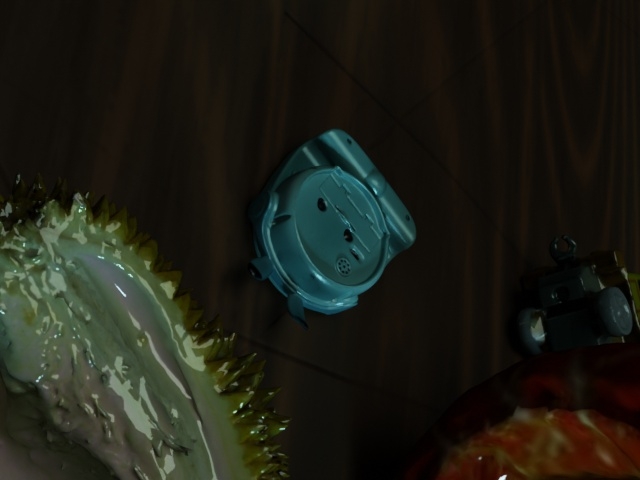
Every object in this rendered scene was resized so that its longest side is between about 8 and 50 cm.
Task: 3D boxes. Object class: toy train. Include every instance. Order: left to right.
[{"bbox_3d":[0.235,0.102,0.911,0.127,0.089,0.219,2,71,-53],"label":"toy train"}]

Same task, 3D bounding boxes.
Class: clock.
[{"bbox_3d":[-0.001,0.000,0.762,0.108,0.045,0.147,51,48,-14],"label":"clock"}]

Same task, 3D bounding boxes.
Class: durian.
[{"bbox_3d":[-0.132,0.074,0.557,0.250,0.183,0.138,50,17,-20],"label":"durian"}]

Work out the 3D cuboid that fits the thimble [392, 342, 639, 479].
[{"bbox_3d":[0.200,0.230,0.649,0.230,0.350,0.350,12,67,-37],"label":"thimble"}]
